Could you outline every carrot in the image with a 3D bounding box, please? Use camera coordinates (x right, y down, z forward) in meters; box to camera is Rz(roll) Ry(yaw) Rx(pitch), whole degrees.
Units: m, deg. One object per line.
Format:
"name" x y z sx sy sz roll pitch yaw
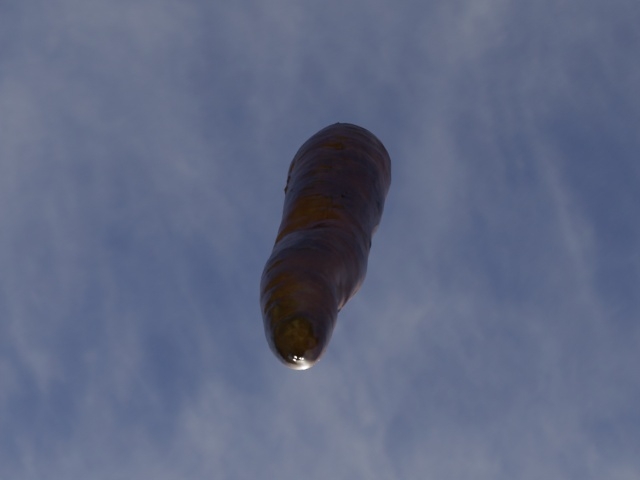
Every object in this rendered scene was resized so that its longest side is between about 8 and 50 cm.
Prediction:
"carrot" 0.001 0.001 0.538 0.035 0.165 0.035 3 -65 6
